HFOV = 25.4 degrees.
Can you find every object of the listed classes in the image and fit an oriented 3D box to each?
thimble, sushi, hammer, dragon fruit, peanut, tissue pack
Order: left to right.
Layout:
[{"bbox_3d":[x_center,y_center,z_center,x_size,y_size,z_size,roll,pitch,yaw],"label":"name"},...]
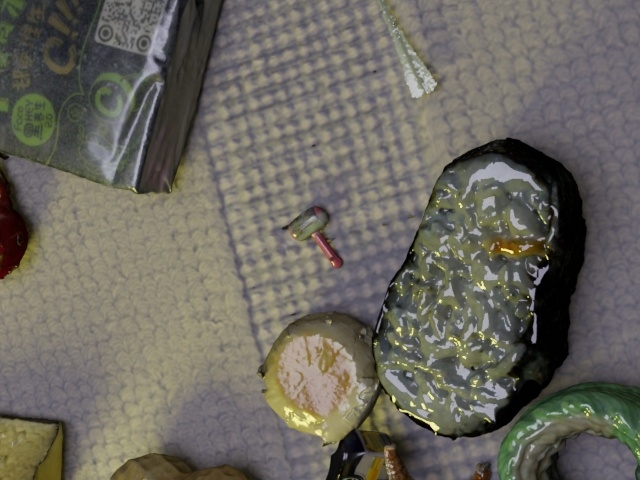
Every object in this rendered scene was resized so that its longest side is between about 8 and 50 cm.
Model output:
[{"bbox_3d":[-0.438,-0.030,1.931,0.094,0.094,0.190,2,76,21],"label":"dragon fruit"},{"bbox_3d":[-0.349,-0.245,1.863,0.394,0.124,0.288,16,96,21],"label":"tissue pack"},{"bbox_3d":[-0.172,0.375,1.824,0.233,0.110,0.197,3,93,23],"label":"peanut"},{"bbox_3d":[0.000,0.000,1.788,0.052,0.031,0.083,-36,90,22],"label":"hammer"},{"bbox_3d":[0.193,0.056,1.637,0.211,0.171,0.350,15,97,22],"label":"sushi"},{"bbox_3d":[0.314,0.271,1.607,0.219,0.150,0.219,0,91,21],"label":"thimble"}]

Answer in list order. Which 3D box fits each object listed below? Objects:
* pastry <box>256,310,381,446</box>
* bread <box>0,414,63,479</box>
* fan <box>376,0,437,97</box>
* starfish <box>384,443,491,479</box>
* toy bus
[{"bbox_3d":[0.005,0.165,1.758,0.166,0.088,0.166,1,93,22],"label":"pastry"},{"bbox_3d":[-0.483,0.317,1.940,0.266,0.142,0.178,4,57,18],"label":"bread"},{"bbox_3d":[0.048,-0.364,1.760,0.233,0.012,0.415,-23,81,21],"label":"fan"},{"bbox_3d":[0.132,0.352,1.660,0.048,0.295,0.231,-42,49,51],"label":"starfish"},{"bbox_3d":[0.040,0.312,1.737,0.072,0.057,0.172,6,118,-20],"label":"toy bus"}]
